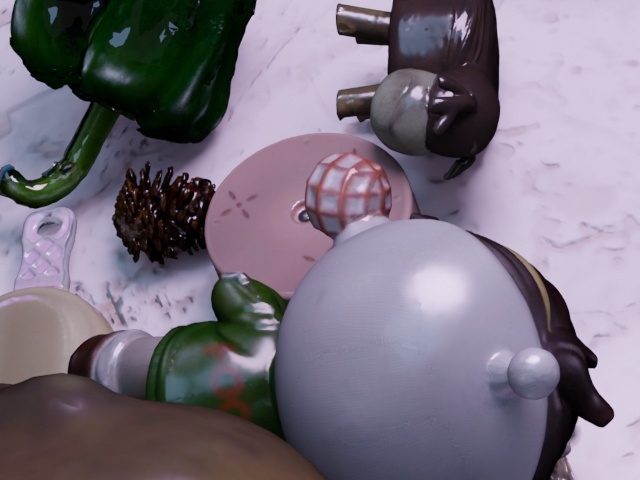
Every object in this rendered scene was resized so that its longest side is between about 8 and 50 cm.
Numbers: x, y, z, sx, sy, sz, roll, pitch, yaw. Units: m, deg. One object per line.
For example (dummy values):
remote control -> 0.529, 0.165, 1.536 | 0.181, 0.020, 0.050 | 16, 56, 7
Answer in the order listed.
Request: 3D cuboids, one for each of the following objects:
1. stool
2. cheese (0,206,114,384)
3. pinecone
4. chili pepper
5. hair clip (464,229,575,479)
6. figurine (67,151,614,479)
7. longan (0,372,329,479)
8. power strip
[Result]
stool -> 0.072, -0.114, 1.109 | 0.121, 0.125, 0.217 | 0, 32, 12
cheese -> -0.204, 0.069, 1.108 | 0.137, 0.064, 0.227 | -7, 52, 9
pinecone -> -0.112, -0.020, 1.144 | 0.083, 0.077, 0.077 | -1, 50, -15
chili pepper -> -0.154, -0.138, 1.187 | 0.174, 0.165, 0.261 | 29, 100, 13
hair clip -> 0.125, 0.081, 1.015 | 0.062, 0.056, 0.214 | -11, 42, -9
figurine -> 0.001, 0.089, 0.933 | 0.370, 0.167, 0.281 | -9, 88, 36
longan -> -0.134, 0.222, 0.793 | 0.361, 0.361, 0.361 | -8, 53, 10
power strip -> 0.000, 0.000, 1.090 | 0.154, 0.078, 0.154 | -9, 49, 10
